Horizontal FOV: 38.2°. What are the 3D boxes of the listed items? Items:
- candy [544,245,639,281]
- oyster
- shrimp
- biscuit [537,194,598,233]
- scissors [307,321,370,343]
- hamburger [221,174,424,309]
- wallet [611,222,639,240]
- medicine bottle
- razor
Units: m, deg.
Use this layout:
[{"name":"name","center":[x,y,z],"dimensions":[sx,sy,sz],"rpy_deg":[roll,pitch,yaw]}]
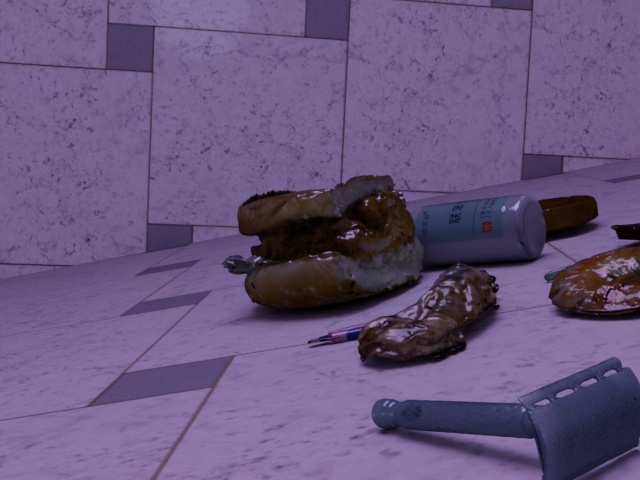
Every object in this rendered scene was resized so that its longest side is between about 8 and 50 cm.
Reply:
[{"name":"candy","center":[0.461,0.010,1.280],"dimensions":[0.305,0.083,0.091],"rpy_deg":[-17,5,16]},{"name":"oyster","center":[0.144,0.079,1.131],"dimensions":[0.128,0.079,0.345],"rpy_deg":[-16,5,30]},{"name":"shrimp","center":[0.389,0.049,1.047],"dimensions":[0.154,0.062,0.294],"rpy_deg":[-30,14,-36]},{"name":"biscuit","center":[0.363,-0.033,1.847],"dimensions":[0.367,0.063,0.314],"rpy_deg":[-10,3,8]},{"name":"scissors","center":[0.039,0.117,1.174],"dimensions":[0.113,0.012,0.039],"rpy_deg":[-11,6,-10]},{"name":"hamburger","center":[0.000,0.000,1.500],"dimensions":[0.276,0.195,0.318],"rpy_deg":[-10,3,35]},{"name":"wallet","center":[0.573,-0.012,1.424],"dimensions":[0.121,0.031,0.232],"rpy_deg":[-8,6,-28]},{"name":"medicine bottle","center":[0.212,-0.010,1.620],"dimensions":[0.351,0.110,0.110],"rpy_deg":[-5,7,38]},{"name":"razor","center":[0.120,0.136,0.701],"dimensions":[0.106,0.068,0.232],"rpy_deg":[-13,0,-34]}]
